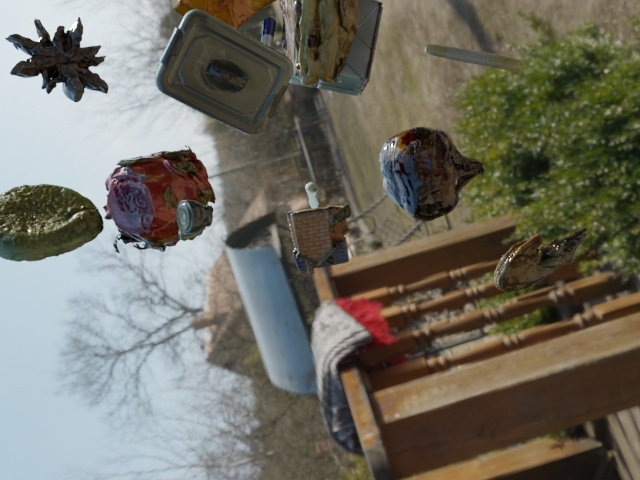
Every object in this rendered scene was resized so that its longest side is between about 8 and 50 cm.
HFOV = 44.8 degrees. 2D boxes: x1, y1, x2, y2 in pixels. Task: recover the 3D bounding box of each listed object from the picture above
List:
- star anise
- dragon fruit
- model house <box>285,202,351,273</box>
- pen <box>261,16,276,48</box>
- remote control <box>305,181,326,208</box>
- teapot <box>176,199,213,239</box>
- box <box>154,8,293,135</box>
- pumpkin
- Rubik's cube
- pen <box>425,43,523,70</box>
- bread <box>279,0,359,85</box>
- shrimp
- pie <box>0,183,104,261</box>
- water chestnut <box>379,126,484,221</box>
[{"bbox_3d":[-0.672,-0.467,2.011,0.129,0.282,0.212,-22,45,58],"label":"star anise"},{"bbox_3d":[-0.395,-0.108,1.993,0.291,0.250,0.269,-21,-69,-63],"label":"dragon fruit"},{"bbox_3d":[0.000,0.000,1.970,0.183,0.166,0.172,-42,-54,-84],"label":"model house"},{"bbox_3d":[-0.131,-0.428,1.840,0.033,0.033,0.269,74,-164,-56],"label":"pen"},{"bbox_3d":[-0.008,-0.113,2.186,0.074,0.032,0.122,49,168,25],"label":"remote control"},{"bbox_3d":[-0.242,-0.037,1.492,0.066,0.057,0.088,53,132,35],"label":"teapot"},{"bbox_3d":[-0.179,-0.309,1.419,0.227,0.162,0.130,23,-166,-25],"label":"box"},{"bbox_3d":[-0.249,-0.605,1.954,0.258,0.290,0.095,44,154,-28],"label":"pumpkin"},{"bbox_3d":[0.034,-0.545,2.150,0.224,0.231,0.221,-173,93,-87],"label":"Rubik's cube"},{"bbox_3d":[0.362,-0.432,1.830,0.040,0.233,0.032,-63,-17,-78],"label":"pen"},{"bbox_3d":[0.002,-0.502,1.671,0.324,0.167,0.277,-109,15,-63],"label":"bread"},{"bbox_3d":[0.423,0.023,1.412,0.066,0.262,0.117,48,150,26],"label":"shrimp"},{"bbox_3d":[-0.633,-0.042,1.746,0.277,0.277,0.078,-109,20,-58],"label":"pie"},{"bbox_3d":[0.306,-0.198,2.218,0.289,0.244,0.289,50,160,27],"label":"water chestnut"}]
